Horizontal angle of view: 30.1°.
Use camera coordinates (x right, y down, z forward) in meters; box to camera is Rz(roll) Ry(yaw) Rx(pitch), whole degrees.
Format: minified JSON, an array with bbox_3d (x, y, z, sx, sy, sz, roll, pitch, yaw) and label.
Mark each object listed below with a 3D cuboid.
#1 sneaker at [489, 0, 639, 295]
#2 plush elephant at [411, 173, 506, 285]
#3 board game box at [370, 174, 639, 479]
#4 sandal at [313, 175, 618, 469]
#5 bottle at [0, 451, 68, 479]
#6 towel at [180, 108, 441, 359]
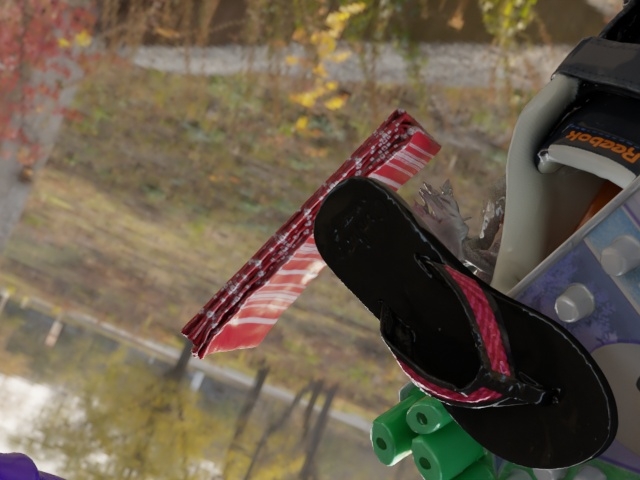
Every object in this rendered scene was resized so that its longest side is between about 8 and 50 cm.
[{"bbox_3d":[0.195,-0.072,0.636,0.126,0.321,0.127,24,-179,44],"label":"sneaker"},{"bbox_3d":[0.239,0.025,1.218,0.330,0.272,0.255,42,-150,-3],"label":"plush elephant"},{"bbox_3d":[0.220,0.148,0.471,0.390,0.050,0.390,54,140,13],"label":"board game box"},{"bbox_3d":[0.055,0.039,0.540,0.179,0.067,0.040,44,-159,23],"label":"sandal"},{"bbox_3d":[-0.209,0.245,0.958,0.118,0.092,0.283,-2,145,46],"label":"bottle"},{"bbox_3d":[0.000,0.000,1.074,0.031,0.275,0.199,46,-172,10],"label":"towel"}]
